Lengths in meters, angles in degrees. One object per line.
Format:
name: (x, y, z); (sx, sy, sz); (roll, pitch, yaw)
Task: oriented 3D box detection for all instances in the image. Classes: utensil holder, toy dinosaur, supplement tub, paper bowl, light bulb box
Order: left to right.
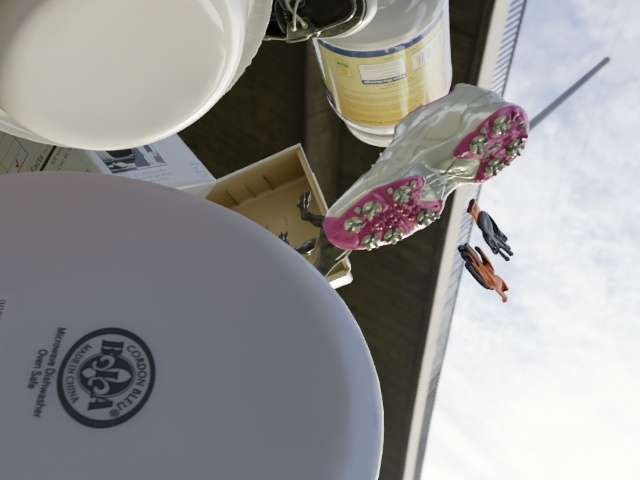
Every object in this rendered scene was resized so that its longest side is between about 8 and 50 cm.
light bulb box: (-0.441, -0.099, 1.224); (0.361, 0.225, 0.358); (50, -59, 13)
utensil holder: (-0.155, 0.198, 0.439); (0.327, 0.327, 0.385); (37, -49, 22)
paper bowl: (-0.175, -0.186, 0.568); (0.148, 0.284, 0.284); (63, -26, 30)
toy dinosaur: (0.000, 0.000, 1.073); (0.118, 0.268, 0.064); (36, 4, 13)
supplement tub: (0.105, -0.323, 1.177); (0.228, 0.228, 0.316); (34, -15, 25)

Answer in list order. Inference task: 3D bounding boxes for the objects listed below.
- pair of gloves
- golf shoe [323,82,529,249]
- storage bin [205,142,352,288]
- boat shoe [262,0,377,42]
pair of gloves: (0.154, 0.010, 0.651); (0.010, 0.083, 0.074); (-24, -57, 39)
golf shoe: (0.128, -0.102, 0.956); (0.115, 0.306, 0.140); (56, 2, -47)
storage bin: (-0.104, -0.003, 1.338); (0.123, 0.262, 0.260); (59, 9, -67)
boat shoe: (-0.028, -0.300, 0.935); (0.219, 0.070, 0.078); (4, -65, 39)
